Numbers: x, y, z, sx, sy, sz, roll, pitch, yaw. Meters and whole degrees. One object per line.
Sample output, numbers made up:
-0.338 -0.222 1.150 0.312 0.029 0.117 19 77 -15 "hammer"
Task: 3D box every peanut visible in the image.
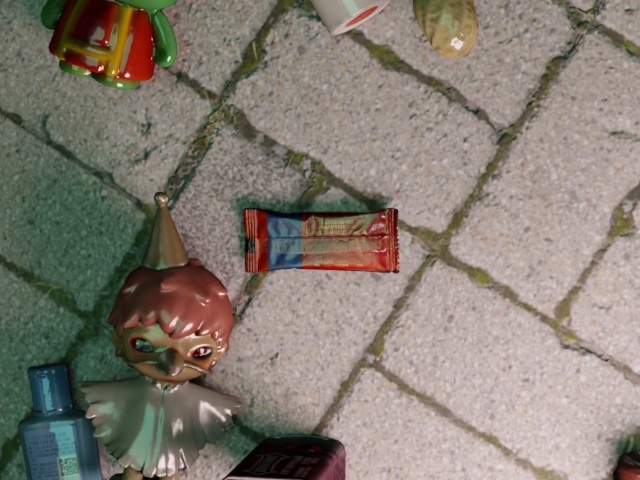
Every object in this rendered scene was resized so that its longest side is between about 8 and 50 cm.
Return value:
0.153 -0.313 1.697 0.082 0.082 0.187 3 93 10 "peanut"

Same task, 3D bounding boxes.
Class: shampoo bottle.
-0.333 0.287 1.821 0.104 0.061 0.258 -8 92 11 "shampoo bottle"

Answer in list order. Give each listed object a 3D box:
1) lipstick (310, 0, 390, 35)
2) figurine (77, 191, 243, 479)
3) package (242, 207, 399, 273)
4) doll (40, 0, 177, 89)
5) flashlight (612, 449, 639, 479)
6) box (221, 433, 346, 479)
-0.032 -0.411 1.716 0.087 0.087 0.327 -30 88 10 "lipstick"
-0.187 0.137 1.737 0.207 0.166 0.387 9 98 -8 "figurine"
0.000 0.000 1.767 0.200 0.022 0.083 0 93 11 "package"
-0.227 -0.368 1.716 0.182 0.160 0.363 21 96 15 "doll"
0.377 0.374 1.697 0.093 0.093 0.232 12 101 9 "flashlight"
-0.041 0.289 1.689 0.120 0.224 0.069 2 95 11 "box"
